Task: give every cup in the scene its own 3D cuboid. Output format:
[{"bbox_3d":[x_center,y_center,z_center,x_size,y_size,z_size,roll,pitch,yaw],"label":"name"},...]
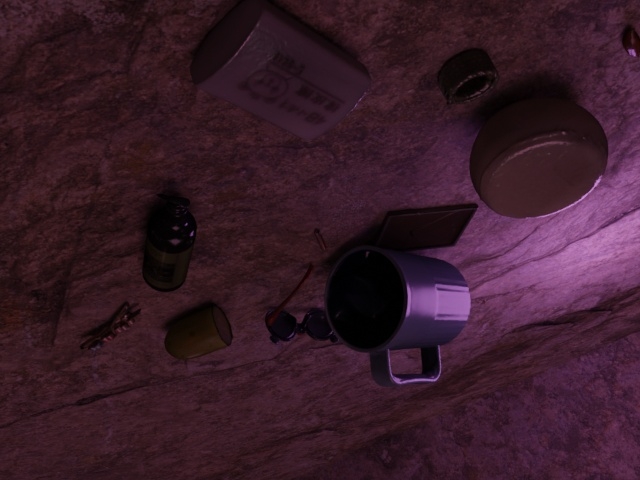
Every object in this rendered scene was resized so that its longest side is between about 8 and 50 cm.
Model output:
[{"bbox_3d":[0.222,0.181,1.896,0.311,0.331,0.257,7,136,-48],"label":"cup"}]

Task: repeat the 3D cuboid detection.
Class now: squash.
[{"bbox_3d":[-0.334,0.251,1.971,0.187,0.123,0.123,-21,150,14],"label":"squash"}]

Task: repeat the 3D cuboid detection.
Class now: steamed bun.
[{"bbox_3d":[0.448,-0.186,1.559,0.283,0.177,0.283,-4,142,-3],"label":"steamed bun"}]

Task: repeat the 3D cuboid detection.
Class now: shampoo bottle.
[{"bbox_3d":[-0.317,-0.001,1.569,0.101,0.101,0.284,-4,147,-21],"label":"shampoo bottle"}]

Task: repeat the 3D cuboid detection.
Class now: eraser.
[{"bbox_3d":[-0.062,-0.279,1.249,0.174,0.095,0.270,-38,144,27],"label":"eraser"}]

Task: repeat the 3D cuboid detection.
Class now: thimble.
[{"bbox_3d":[0.276,-0.305,1.400,0.110,0.062,0.084,-29,149,21],"label":"thimble"}]

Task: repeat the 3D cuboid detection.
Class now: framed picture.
[{"bbox_3d":[0.261,-0.026,1.897,0.250,0.016,0.184,-7,148,-17],"label":"framed picture"}]

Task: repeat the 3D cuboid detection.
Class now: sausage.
[{"bbox_3d":[0.000,0.000,1.811,0.015,0.015,0.100,-18,150,3],"label":"sausage"}]

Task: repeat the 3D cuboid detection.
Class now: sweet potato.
[{"bbox_3d":[0.614,-0.385,1.463,0.034,0.034,0.095,-28,145,18],"label":"sweet potato"}]

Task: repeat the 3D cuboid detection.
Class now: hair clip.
[{"bbox_3d":[-0.529,0.228,1.890,0.056,0.062,0.214,40,117,-20],"label":"hair clip"}]

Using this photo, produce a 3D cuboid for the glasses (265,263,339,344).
[{"bbox_3d":[-0.004,0.178,2.003,0.234,0.118,0.268,4,144,-29],"label":"glasses"}]
